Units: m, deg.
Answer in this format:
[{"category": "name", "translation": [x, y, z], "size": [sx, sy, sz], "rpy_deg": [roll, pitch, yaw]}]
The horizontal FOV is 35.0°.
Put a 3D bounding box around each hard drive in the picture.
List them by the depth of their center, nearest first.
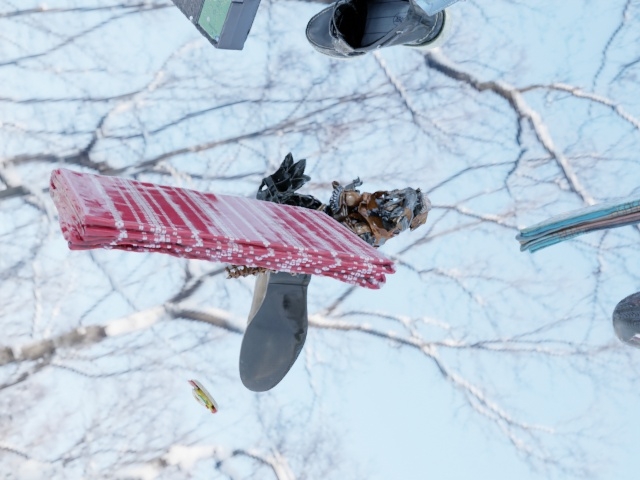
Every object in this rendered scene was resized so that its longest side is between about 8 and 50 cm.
[{"category": "hard drive", "translation": [-0.196, -0.505, 1.716], "size": [0.339, 0.064, 0.236], "rpy_deg": [49, -51, 37]}]

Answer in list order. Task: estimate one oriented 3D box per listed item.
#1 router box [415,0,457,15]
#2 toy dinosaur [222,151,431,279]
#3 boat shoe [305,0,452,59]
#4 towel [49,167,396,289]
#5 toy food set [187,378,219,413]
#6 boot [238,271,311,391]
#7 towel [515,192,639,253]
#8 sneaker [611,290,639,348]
[{"category": "router box", "translation": [0.181, -0.356, 1.366], "size": [0.123, 0.092, 0.038], "rpy_deg": [-24, -101, 19]}, {"category": "toy dinosaur", "translation": [0.000, 0.000, 1.504], "size": [0.322, 0.218, 0.164], "rpy_deg": [-42, -121, 13]}, {"category": "boat shoe", "translation": [0.076, -0.401, 1.865], "size": [0.340, 0.113, 0.127], "rpy_deg": [15, -86, 44]}, {"category": "towel", "translation": [-0.094, -0.012, 0.888], "size": [0.199, 0.275, 0.031], "rpy_deg": [-140, -118, -64]}, {"category": "toy food set", "translation": [-0.221, 0.292, 1.906], "size": [0.083, 0.020, 0.082], "rpy_deg": [36, -22, 42]}, {"category": "boot", "translation": [-0.085, 0.122, 1.847], "size": [0.115, 0.112, 0.305], "rpy_deg": [-153, -104, -69]}, {"category": "towel", "translation": [0.461, -0.044, 1.526], "size": [0.272, 0.370, 0.040], "rpy_deg": [-15, -90, 23]}, {"category": "sneaker", "translation": [0.415, 0.135, 0.948], "size": [0.282, 0.106, 0.162], "rpy_deg": [3, -64, 16]}]
